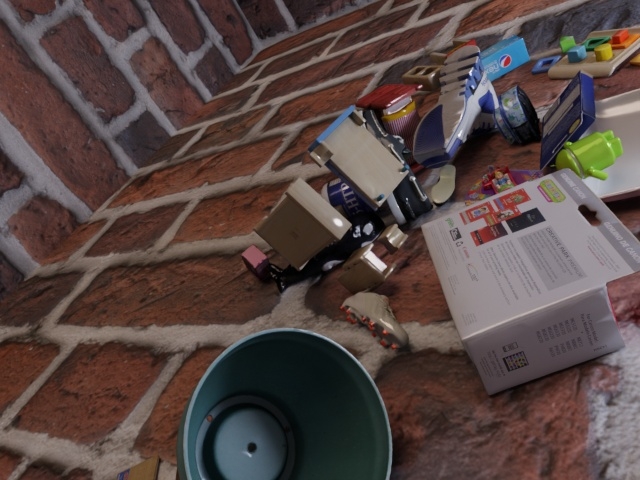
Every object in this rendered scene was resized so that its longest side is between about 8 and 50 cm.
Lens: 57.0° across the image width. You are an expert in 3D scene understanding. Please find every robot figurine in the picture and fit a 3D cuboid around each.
[{"bbox_3d":[0.474,-0.148,1.052,0.115,0.067,0.101,-29,42,13],"label":"robot figurine"}]

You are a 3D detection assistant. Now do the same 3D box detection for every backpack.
[{"bbox_3d":[0.441,-0.282,1.339,0.084,0.114,0.105,-23,31,29],"label":"backpack"}]

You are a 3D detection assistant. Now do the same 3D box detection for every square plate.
[{"bbox_3d":[0.650,-0.194,1.068,0.344,0.049,0.347,-12,34,33],"label":"square plate"}]

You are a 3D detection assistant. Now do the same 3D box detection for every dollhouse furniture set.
[{"bbox_3d":[0.061,-0.078,1.265,0.303,0.286,0.198,-51,6,-32],"label":"dollhouse furniture set"},{"bbox_3d":[0.293,-0.347,1.515,0.374,0.201,0.152,-34,28,-17],"label":"dollhouse furniture set"}]

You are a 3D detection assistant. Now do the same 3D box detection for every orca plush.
[{"bbox_3d":[0.000,0.000,1.350,0.287,0.102,0.151,-23,30,17],"label":"orca plush"}]

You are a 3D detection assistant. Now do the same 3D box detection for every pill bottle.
[{"bbox_3d":[0.065,-0.100,1.432,0.187,0.112,0.112,-22,31,20],"label":"pill bottle"}]

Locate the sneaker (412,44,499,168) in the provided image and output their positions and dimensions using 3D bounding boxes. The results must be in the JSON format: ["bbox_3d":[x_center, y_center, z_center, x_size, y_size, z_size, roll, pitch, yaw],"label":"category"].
[{"bbox_3d":[0.352,-0.290,1.406,0.128,0.182,0.315,-1,59,50],"label":"sneaker"}]

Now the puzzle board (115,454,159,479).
[{"bbox_3d":[-0.341,0.461,1.070,0.096,0.011,0.128,-28,28,11],"label":"puzzle board"}]

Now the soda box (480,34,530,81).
[{"bbox_3d":[0.479,-0.499,1.682,0.210,0.071,0.067,-28,28,8],"label":"soda box"}]

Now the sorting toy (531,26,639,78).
[{"bbox_3d":[0.691,-0.476,1.464,0.196,0.047,0.348,-42,30,-17],"label":"sorting toy"}]

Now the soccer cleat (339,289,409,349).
[{"bbox_3d":[0.108,0.135,1.079,0.076,0.068,0.196,-37,26,-14],"label":"soccer cleat"}]

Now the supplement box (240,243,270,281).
[{"bbox_3d":[-0.153,0.055,1.421,0.043,0.083,0.055,-41,67,-15],"label":"supplement box"}]

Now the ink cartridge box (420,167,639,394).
[{"bbox_3d":[0.330,0.048,0.924,0.272,0.130,0.309,-24,30,13],"label":"ink cartridge box"}]

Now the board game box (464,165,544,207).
[{"bbox_3d":[0.377,-0.120,1.237,0.133,0.033,0.169,-46,31,-24],"label":"board game box"}]

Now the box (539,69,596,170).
[{"bbox_3d":[0.509,-0.243,1.219,0.136,0.037,0.225,-61,2,45],"label":"box"}]

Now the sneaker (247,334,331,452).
[{"bbox_3d":[-0.060,0.268,1.009,0.145,0.090,0.270,-16,30,32],"label":"sneaker"}]

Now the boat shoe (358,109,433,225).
[{"bbox_3d":[0.170,-0.181,1.356,0.091,0.114,0.302,-23,73,12],"label":"boat shoe"}]

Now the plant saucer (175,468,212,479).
[{"bbox_3d":[-0.196,0.381,0.958,0.168,0.029,0.168,-36,46,49],"label":"plant saucer"}]

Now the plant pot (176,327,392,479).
[{"bbox_3d":[-0.073,0.291,0.836,0.293,0.293,0.196,-54,8,-34],"label":"plant pot"}]

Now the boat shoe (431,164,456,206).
[{"bbox_3d":[0.279,-0.116,1.323,0.049,0.042,0.133,6,43,20],"label":"boat shoe"}]
